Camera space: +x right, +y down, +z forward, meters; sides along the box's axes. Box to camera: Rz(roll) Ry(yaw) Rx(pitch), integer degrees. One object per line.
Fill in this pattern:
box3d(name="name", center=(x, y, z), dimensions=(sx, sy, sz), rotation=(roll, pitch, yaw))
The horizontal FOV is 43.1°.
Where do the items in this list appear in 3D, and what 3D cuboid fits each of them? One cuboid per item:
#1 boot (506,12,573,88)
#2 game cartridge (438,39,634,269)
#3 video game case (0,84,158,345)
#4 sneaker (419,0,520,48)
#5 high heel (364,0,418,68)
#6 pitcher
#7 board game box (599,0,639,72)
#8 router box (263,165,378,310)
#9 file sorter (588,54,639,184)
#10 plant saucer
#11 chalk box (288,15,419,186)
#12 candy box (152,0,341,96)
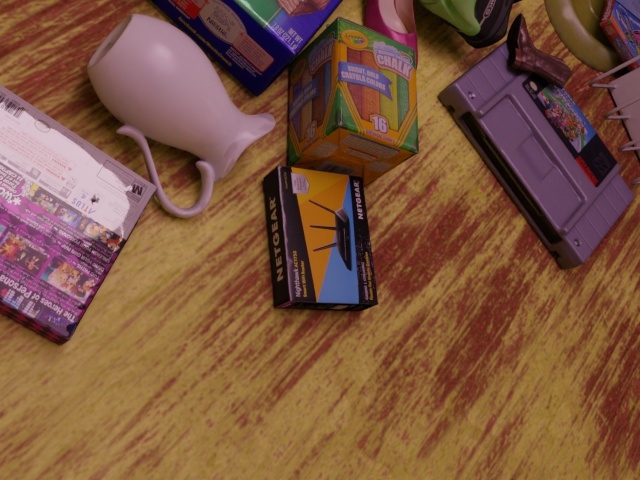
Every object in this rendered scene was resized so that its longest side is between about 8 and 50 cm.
box3d(name="boot", center=(0.367, -0.313, 1.346), dimensions=(0.114, 0.037, 0.106), rotation=(15, 72, -18))
box3d(name="game cartridge", center=(0.369, -0.156, 1.343), dimensions=(0.230, 0.068, 0.355), rotation=(-41, 96, -33))
box3d(name="video game case", center=(-0.318, -0.036, 0.854), dimensions=(0.232, 0.042, 0.210), rotation=(34, 57, -18))
box3d(name="sneaker", center=(0.291, -0.510, 1.383), dimensions=(0.202, 0.185, 0.483), rotation=(47, 55, -32))
box3d(name="high heel", center=(0.124, -0.375, 1.227), dimensions=(0.082, 0.117, 0.244), rotation=(0, 72, -33))
box3d(name="pitcher", center=(-0.179, -0.144, 0.950), dimensions=(0.207, 0.125, 0.177), rotation=(40, 70, -28))
box3d(name="board game box", center=(0.632, -0.366, 1.577), dimensions=(0.281, 0.027, 0.145), rotation=(44, 52, -27))
box3d(name="router box", center=(0.000, 0.000, 1.046), dimensions=(0.133, 0.046, 0.179), rotation=(4, 70, -32))
box3d(name="file sorter", center=(0.618, -0.196, 1.412), dimensions=(0.173, 0.193, 0.277), rotation=(-10, 77, -51))
box3d(name="plant saucer", center=(0.532, -0.442, 1.572), dimensions=(0.241, 0.037, 0.241), rotation=(13, 65, -29))
box3d(name="chalk box", center=(0.043, -0.203, 1.099), dimensions=(0.132, 0.132, 0.213), rotation=(13, 66, -30))
box3d(name="candy box", center=(-0.082, -0.401, 1.100), dimensions=(0.268, 0.122, 0.317), rotation=(41, 54, -13))
